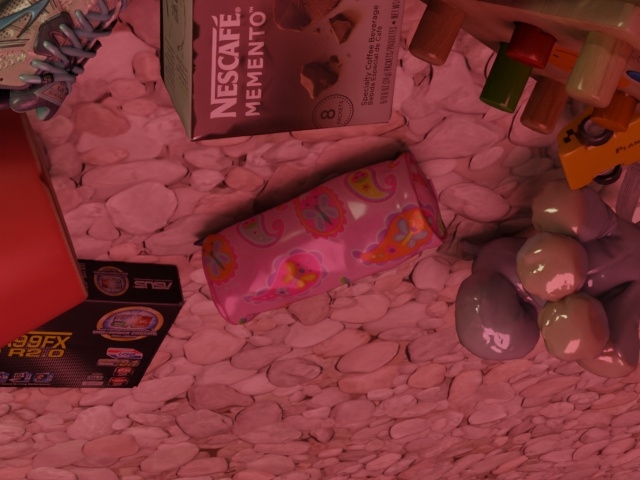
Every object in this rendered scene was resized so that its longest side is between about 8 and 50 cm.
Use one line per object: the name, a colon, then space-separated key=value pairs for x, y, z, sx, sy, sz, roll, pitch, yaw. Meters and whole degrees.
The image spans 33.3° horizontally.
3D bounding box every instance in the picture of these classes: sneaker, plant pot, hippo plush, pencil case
sneaker: x=-0.218 y=-0.164 z=0.871 sx=0.283 sy=0.122 sz=0.110 roll=-28 pitch=162 yaw=13
plant pot: x=-0.360 y=0.003 z=0.987 sx=0.243 sy=0.275 sz=0.275 roll=-19 pitch=148 yaw=-12
hippo plush: x=0.265 y=0.030 z=1.330 sx=0.236 sy=0.294 sz=0.234 roll=-9 pitch=135 yaw=44
pencil case: x=0.000 y=0.000 z=1.236 sx=0.284 sy=0.124 sz=0.124 roll=-23 pitch=146 yaw=16

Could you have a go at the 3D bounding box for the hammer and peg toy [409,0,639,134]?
hammer and peg toy: x=0.202 y=-0.176 z=0.910 sx=0.361 sy=0.266 sz=0.127 roll=22 pitch=93 yaw=-44

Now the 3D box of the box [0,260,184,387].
box: x=-0.330 y=0.106 z=1.318 sx=0.270 sy=0.060 sz=0.216 roll=5 pitch=143 yaw=-27

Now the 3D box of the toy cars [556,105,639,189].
toy cars: x=0.385 y=-0.203 z=1.105 sx=0.176 sy=0.087 sz=0.394 roll=3 pitch=141 yaw=-33

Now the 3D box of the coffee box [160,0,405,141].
coffee box: x=-0.027 y=-0.232 z=0.780 sx=0.168 sy=0.119 sz=0.297 roll=-7 pitch=128 yaw=-18
